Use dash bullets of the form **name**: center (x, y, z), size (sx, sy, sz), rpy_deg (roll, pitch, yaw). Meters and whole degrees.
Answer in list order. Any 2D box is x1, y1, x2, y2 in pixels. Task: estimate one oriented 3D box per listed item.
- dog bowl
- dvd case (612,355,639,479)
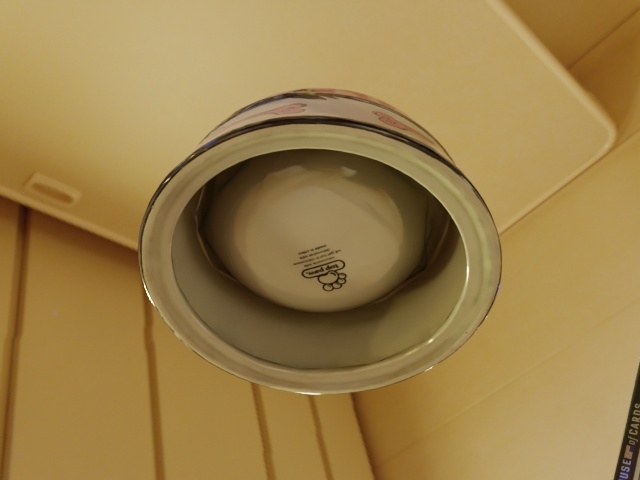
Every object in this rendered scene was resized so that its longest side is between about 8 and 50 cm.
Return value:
- **dog bowl**: center (0.000, 0.000, 0.817), size (0.408, 0.408, 0.150), rpy_deg (37, -149, -24)
- **dvd case**: center (0.427, 0.279, 0.835), size (0.179, 0.030, 0.238), rpy_deg (32, -111, -30)
